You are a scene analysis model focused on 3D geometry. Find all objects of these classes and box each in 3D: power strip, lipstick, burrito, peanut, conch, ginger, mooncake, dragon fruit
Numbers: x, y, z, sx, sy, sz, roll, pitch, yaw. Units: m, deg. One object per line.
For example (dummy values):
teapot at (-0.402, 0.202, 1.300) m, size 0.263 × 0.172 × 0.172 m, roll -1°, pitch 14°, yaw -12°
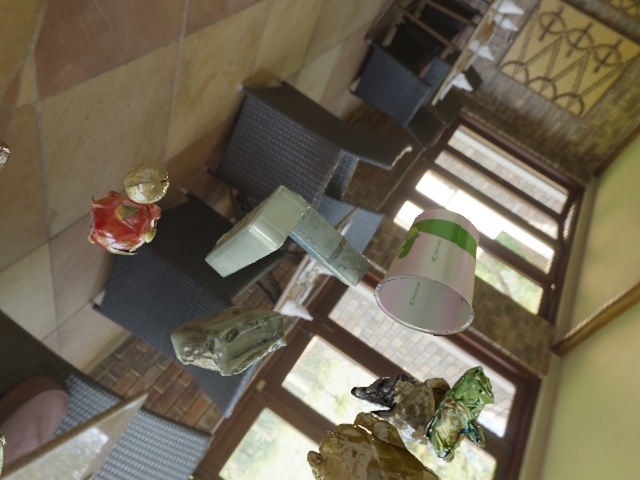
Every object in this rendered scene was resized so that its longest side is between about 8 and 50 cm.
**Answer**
power strip at (-0.128, -0.003, 0.910) m, size 0.091 × 0.062 × 0.385 m, roll -53°, pitch -168°, yaw -22°
lipstick at (0.000, 0.000, 1.109) m, size 0.076 × 0.077 × 0.289 m, roll -55°, pitch 133°, yaw -6°
burrito at (0.248, 0.319, 0.911) m, size 0.054 × 0.104 × 0.288 m, roll -16°, pitch 140°, yaw -22°
peanut at (-0.323, -0.107, 0.964) m, size 0.080 × 0.080 × 0.174 m, roll -56°, pitch -164°, yaw 3°
conch at (0.231, 0.368, 1.096) m, size 0.155 × 0.207 × 0.130 m, roll -40°, pitch 180°, yaw -12°
ginger at (0.121, 0.434, 0.908) m, size 0.166 × 0.236 × 0.375 m, roll -45°, pitch 132°, yaw -8°
mooncake at (-0.246, 0.275, 1.438) m, size 0.254 × 0.136 × 0.250 m, roll -1°, pitch -166°, yaw 46°
dragon fruit at (-0.672, -0.059, 1.781) m, size 0.227 × 0.224 × 0.224 m, roll 9°, pitch 124°, yaw -35°

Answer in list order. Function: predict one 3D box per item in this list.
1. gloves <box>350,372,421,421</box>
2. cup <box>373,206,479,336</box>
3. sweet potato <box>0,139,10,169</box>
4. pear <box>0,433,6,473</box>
gloves at (0.221, 0.433, 1.413) m, size 0.119 × 0.285 × 0.142 m, roll 139°, pitch -37°, yaw -79°
cup at (0.300, 0.074, 1.371) m, size 0.274 × 0.253 × 0.253 m, roll -63°, pitch 179°, yaw -34°
sweet potato at (-0.737, -0.191, 1.171) m, size 0.078 × 0.058 × 0.255 m, roll -50°, pitch -162°, yaw -26°
pear at (-0.607, 0.427, 0.772) m, size 0.164 × 0.238 × 0.255 m, roll 98°, pitch -20°, yaw -47°
